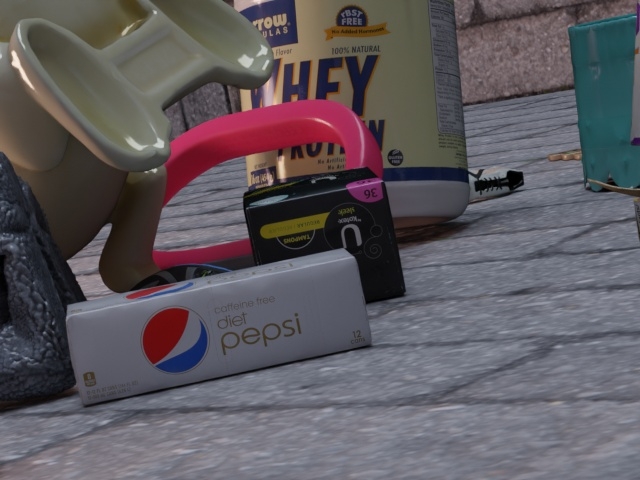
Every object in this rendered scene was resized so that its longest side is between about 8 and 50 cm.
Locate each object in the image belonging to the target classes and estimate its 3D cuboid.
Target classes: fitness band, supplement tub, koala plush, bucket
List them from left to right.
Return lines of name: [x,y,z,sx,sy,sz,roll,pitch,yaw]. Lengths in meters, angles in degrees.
koala plush: [-0.316,0.049,1.520,0.221,0.203,0.196,-23,5,3]
fitness band: [-0.072,-0.041,1.882,0.291,0.054,0.209,-8,46,33]
supplement tub: [0.031,-0.176,2.050,0.235,0.325,0.235,-5,-4,0]
bucket: [0.407,-0.170,2.130,0.281,0.183,0.281,-11,6,1]

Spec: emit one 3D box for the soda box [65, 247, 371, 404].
soda box: [-0.076,0.062,1.422,0.216,0.069,0.074,-12,6,-5]

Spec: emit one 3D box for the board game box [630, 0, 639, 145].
board game box: [0.443,-0.149,1.784,0.275,0.142,0.144,2,2,-19]

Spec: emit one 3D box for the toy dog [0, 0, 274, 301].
toy dog: [-0.307,-0.071,1.751,0.408,0.395,0.284,-53,4,34]

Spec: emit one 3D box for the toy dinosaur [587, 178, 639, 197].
toy dinosaur: [0.351,-0.048,1.819,0.183,0.053,0.092,-4,-10,-7]

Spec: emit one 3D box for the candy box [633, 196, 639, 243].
candy box: [0.339,-0.019,1.492,0.109,0.053,0.186,-14,8,-22]

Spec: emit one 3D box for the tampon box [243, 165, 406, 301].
tampon box: [0.000,0.000,1.688,0.120,0.101,0.161,-12,6,-3]

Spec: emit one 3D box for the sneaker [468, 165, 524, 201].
sneaker: [0.193,-0.068,2.260,0.109,0.040,0.043,-17,10,-39]

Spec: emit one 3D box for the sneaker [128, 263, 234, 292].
sneaker: [-0.094,0.053,1.533,0.188,0.067,0.078,-3,4,36]

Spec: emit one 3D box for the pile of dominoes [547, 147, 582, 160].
pile of dominoes: [0.431,-0.144,2.525,0.196,0.040,0.251,-14,6,-23]
